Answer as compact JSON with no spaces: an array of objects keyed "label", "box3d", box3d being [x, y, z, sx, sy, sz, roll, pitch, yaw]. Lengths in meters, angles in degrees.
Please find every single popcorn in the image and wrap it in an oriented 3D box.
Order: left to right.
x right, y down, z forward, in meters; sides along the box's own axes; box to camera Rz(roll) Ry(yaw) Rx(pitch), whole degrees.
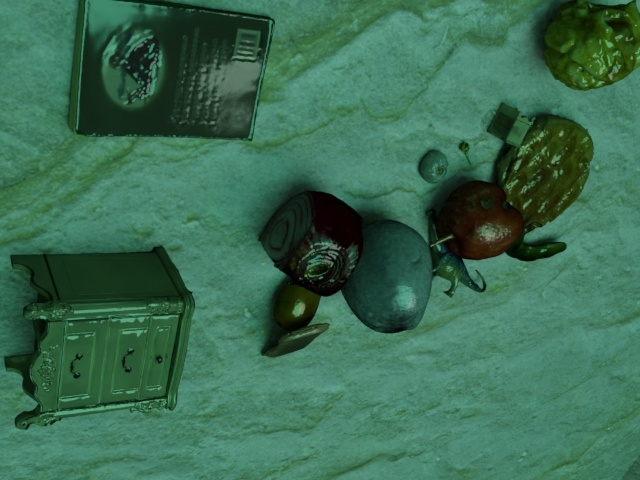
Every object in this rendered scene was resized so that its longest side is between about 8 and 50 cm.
[{"label":"popcorn","box3d":[0.645,-0.473,1.772,0.249,0.249,0.225,-19,110,-20]}]

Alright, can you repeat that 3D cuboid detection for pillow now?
[{"label":"pillow","box3d":[-0.060,0.248,1.865,0.135,0.034,0.211,-11,163,-24]}]

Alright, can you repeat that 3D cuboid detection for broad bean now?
[{"label":"broad bean","box3d":[0.602,0.014,2.142,0.144,0.049,0.292,-25,154,26]}]

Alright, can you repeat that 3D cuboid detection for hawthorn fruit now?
[{"label":"hawthorn fruit","box3d":[0.373,-0.036,1.890,0.243,0.207,0.207,-27,130,-21]}]

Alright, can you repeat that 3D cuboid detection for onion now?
[{"label":"onion","box3d":[0.005,0.002,1.681,0.207,0.216,0.206,32,102,-35]}]

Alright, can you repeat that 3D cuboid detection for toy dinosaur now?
[{"label":"toy dinosaur","box3d":[0.342,0.071,2.032,0.147,0.076,0.363,-51,126,-9]}]

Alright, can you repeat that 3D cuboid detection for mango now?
[{"label":"mango","box3d":[-0.053,0.145,1.836,0.111,0.089,0.163,7,106,-47]}]

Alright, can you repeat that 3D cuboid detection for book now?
[{"label":"book","box3d":[-0.278,-0.318,1.430,0.371,0.043,0.260,-1,118,-32]}]

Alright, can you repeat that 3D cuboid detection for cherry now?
[{"label":"cherry","box3d":[0.158,0.079,1.808,0.218,0.296,0.255,6,145,-32]}]

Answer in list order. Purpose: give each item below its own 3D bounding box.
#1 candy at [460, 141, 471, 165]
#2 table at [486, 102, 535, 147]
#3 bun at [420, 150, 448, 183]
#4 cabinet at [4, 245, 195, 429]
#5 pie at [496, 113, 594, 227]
[{"label":"candy","box3d":[0.373,-0.218,1.904,0.023,0.025,0.083,-18,143,15]},{"label":"table","box3d":[0.477,-0.288,1.879,0.062,0.079,0.083,12,111,-35]},{"label":"bun","box3d":[0.283,-0.179,1.854,0.083,0.045,0.083,-18,126,-27]},{"label":"cabinet","box3d":[-0.456,0.190,1.525,0.318,0.227,0.289,-1,120,-31]},{"label":"pie","box3d":[0.599,-0.182,2.025,0.340,0.083,0.339,-17,127,-24]}]
